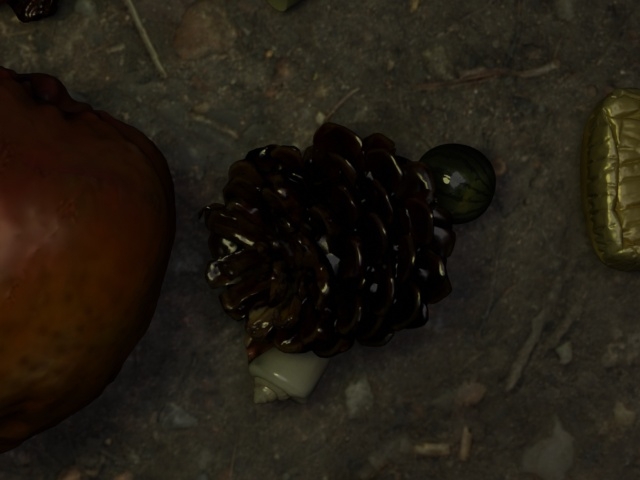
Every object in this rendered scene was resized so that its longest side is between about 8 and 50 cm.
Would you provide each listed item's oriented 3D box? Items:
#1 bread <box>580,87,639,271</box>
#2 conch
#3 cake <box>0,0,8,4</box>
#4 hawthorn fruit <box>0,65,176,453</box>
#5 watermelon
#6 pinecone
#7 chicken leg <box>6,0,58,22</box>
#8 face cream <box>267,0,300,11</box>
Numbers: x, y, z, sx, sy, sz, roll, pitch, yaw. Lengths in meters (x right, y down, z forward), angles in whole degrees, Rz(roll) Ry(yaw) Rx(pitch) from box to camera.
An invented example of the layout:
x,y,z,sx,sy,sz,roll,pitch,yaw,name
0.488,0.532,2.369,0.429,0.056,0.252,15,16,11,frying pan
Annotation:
x,y,z,sx,sy,sz,roll,pitch,yaw,name
0.412,-0.078,1.886,0.140,0.106,0.236,-1,86,-6,bread
-0.032,0.135,1.827,0.104,0.094,0.176,26,76,35,conch
-0.356,-0.409,1.712,0.262,0.160,0.158,-26,73,15,cake
-0.378,0.024,1.622,0.472,0.472,0.471,0,86,-7,hawthorn fruit
0.159,-0.078,1.858,0.133,0.105,0.105,24,84,8,watermelon
-0.001,-0.003,1.757,0.296,0.242,0.298,-28,64,-34,pinecone
-0.353,-0.433,1.834,0.177,0.083,0.322,13,87,12,chicken leg
0.022,-0.382,1.889,0.224,0.070,0.114,-36,92,-20,face cream
